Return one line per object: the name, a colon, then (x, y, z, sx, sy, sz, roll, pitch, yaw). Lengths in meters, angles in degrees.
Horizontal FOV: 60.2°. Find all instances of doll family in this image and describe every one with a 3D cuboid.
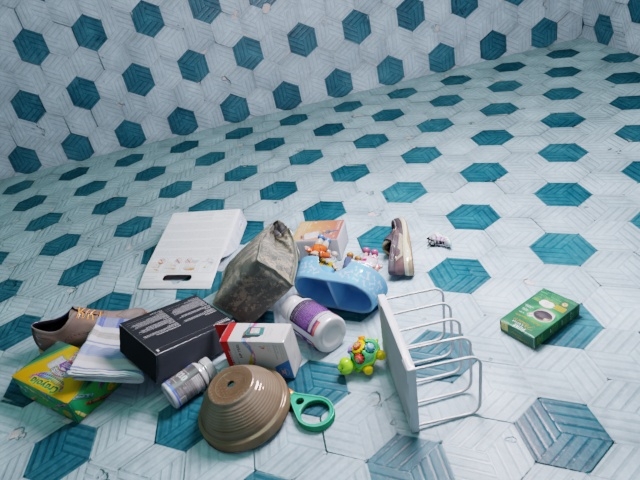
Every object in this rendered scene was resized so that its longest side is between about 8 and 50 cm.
doll family: (0.066, 0.089, 1.785, 0.263, 0.118, 0.163, 14, 30, 9)

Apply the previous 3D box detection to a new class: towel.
towel: (-0.579, 0.307, 1.585, 0.209, 0.034, 0.285, 6, 24, -6)

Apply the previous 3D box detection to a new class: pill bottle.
pill bottle: (-0.027, 0.229, 1.567, 0.108, 0.108, 0.193, -31, 35, -27)
pill bottle: (-0.348, 0.377, 1.476, 0.137, 0.078, 0.078, -33, 36, -30)

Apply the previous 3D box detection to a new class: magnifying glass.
magnifying glass: (-0.057, 0.400, 1.379, 0.092, 0.026, 0.231, -35, 36, -32)

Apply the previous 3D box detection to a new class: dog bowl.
dog bowl: (0.051, 0.137, 1.647, 0.297, 0.166, 0.074, 6, 47, 30)

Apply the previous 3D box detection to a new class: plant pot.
plant pot: (-0.201, 0.385, 1.354, 0.237, 0.110, 0.237, -14, 34, 9)

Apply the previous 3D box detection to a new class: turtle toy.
turtle toy: (0.101, 0.299, 1.427, 0.130, 0.066, 0.095, -46, 27, -5)

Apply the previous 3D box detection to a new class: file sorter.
file sorter: (0.256, 0.269, 1.314, 0.173, 0.193, 0.278, -11, 31, -2)

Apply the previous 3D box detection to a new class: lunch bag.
lunch bag: (-0.189, 0.088, 1.724, 0.235, 0.169, 0.287, -43, 21, 26)

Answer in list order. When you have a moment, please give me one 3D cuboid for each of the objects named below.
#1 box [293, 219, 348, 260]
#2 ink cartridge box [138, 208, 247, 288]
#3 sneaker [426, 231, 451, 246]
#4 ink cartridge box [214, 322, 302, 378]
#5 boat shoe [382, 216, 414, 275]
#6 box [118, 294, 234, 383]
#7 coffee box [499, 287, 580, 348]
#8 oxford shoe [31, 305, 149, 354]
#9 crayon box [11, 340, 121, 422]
box: (0.000, 0.000, 1.949, 0.170, 0.091, 0.130, -3, 32, 18)
ink cartridge box: (-0.478, 0.049, 2.100, 0.308, 0.091, 0.385, -2, 49, 18)
sneaker: (0.389, 0.007, 1.842, 0.069, 0.038, 0.098, -22, 22, -11)
ink cartridge box: (-0.180, 0.296, 1.490, 0.231, 0.134, 0.078, -3, 33, 18)
boat shoe: (0.249, 0.015, 1.820, 0.092, 0.103, 0.285, -5, 37, 4)
box: (-0.404, 0.270, 1.562, 0.184, 0.103, 0.261, 24, 29, 36)
coffee box: (0.573, 0.201, 1.445, 0.184, 0.040, 0.113, -29, 33, -25)
oxford shoe: (-0.727, 0.271, 1.745, 0.363, 0.133, 0.130, -17, 30, -6)
crayon box: (-0.726, 0.398, 1.584, 0.278, 0.081, 0.165, 9, 36, 32)
